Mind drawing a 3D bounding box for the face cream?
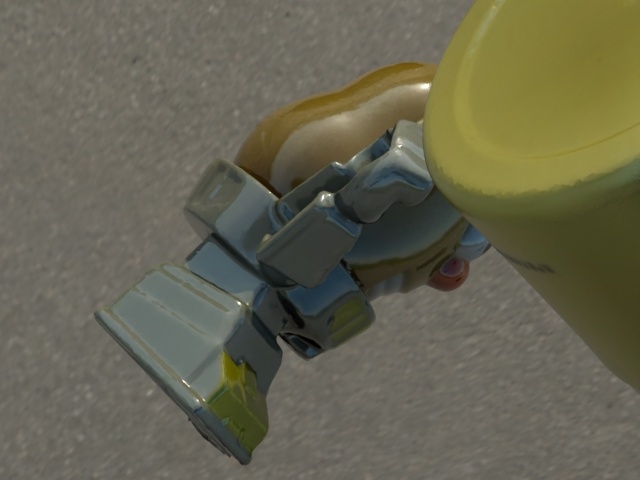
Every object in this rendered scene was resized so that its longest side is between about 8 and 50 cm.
[{"bbox_3d":[0.176,-0.041,0.669,0.179,0.218,0.218,43,61,-26],"label":"face cream"}]

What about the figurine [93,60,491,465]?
[{"bbox_3d":[-0.001,-0.001,1.095,0.285,0.342,0.167,-46,113,-10],"label":"figurine"}]
